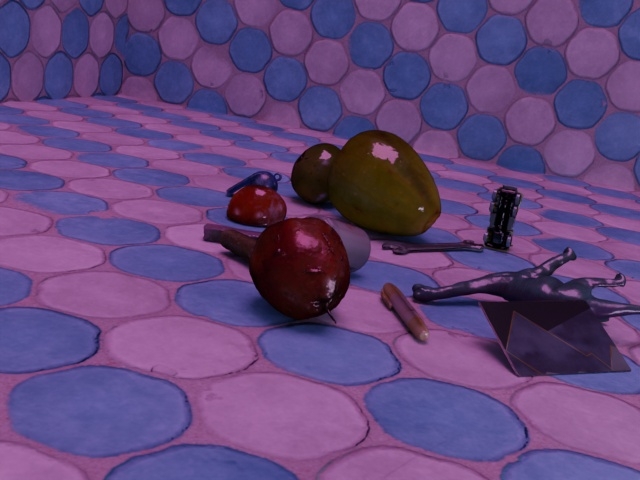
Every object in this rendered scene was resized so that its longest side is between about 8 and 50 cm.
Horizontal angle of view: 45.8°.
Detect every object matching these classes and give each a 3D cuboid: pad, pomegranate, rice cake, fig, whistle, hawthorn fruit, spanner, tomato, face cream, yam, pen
[{"bbox_3d":[0.402,0.164,1.304,0.242,0.004,0.164,2,43,-24],"label":"pad"},{"bbox_3d":[0.020,-0.181,2.178,0.210,0.179,0.179,23,17,5],"label":"pomegranate"},{"bbox_3d":[-0.159,-0.006,1.681,0.206,0.036,0.047,9,25,0],"label":"rice cake"},{"bbox_3d":[0.173,-0.137,1.955,0.326,0.258,0.258,35,28,33],"label":"fig"},{"bbox_3d":[-0.177,-0.146,2.128,0.157,0.090,0.090,-30,13,8],"label":"whistle"},{"bbox_3d":[-0.018,0.059,1.298,0.181,0.181,0.235,-1,30,-31],"label":"hawthorn fruit"},{"bbox_3d":[0.282,0.016,1.884,0.301,0.018,0.071,-2,19,-32],"label":"spanner"},{"bbox_3d":[-0.156,-0.096,1.905,0.139,0.091,0.159,18,16,28],"label":"tomato"},{"bbox_3d":[0.000,0.000,1.503,0.101,0.101,0.251,19,1,34],"label":"face cream"},{"bbox_3d":[-0.110,0.036,1.524,0.061,0.061,0.274,-6,20,-42],"label":"yam"},{"bbox_3d":[0.149,0.127,1.382,0.040,0.032,0.233,-17,19,-5],"label":"pen"}]

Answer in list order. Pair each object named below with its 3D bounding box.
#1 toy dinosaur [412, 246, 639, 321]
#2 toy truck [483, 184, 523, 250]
[{"bbox_3d":[0.412,0.127,1.451,0.330,0.130,0.383,-16,28,-34],"label":"toy dinosaur"},{"bbox_3d":[0.484,-0.061,1.995,0.077,0.169,0.100,12,9,21],"label":"toy truck"}]
